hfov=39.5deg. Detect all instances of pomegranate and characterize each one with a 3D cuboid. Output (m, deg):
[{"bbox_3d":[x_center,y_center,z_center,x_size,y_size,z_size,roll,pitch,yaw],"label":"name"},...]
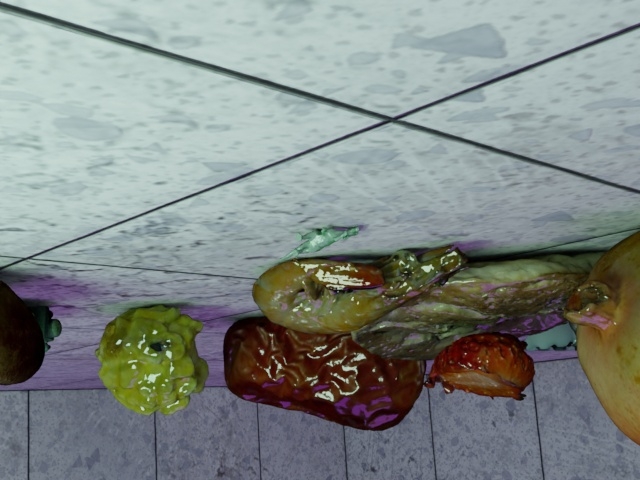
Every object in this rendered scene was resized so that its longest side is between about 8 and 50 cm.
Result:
[{"bbox_3d":[0.376,0.094,0.922,0.270,0.252,0.229,20,154,-9],"label":"pomegranate"}]

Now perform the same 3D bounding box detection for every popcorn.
[{"bbox_3d":[-0.242,0.168,1.296,0.173,0.174,0.142,-10,175,28],"label":"popcorn"}]

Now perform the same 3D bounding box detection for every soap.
[{"bbox_3d":[0.506,0.149,1.595,0.261,0.094,0.150,2,172,-30],"label":"soap"}]

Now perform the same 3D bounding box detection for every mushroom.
[{"bbox_3d":[-0.402,0.094,0.967,0.194,0.138,0.231,-11,-173,-42],"label":"mushroom"}]

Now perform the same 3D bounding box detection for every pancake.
[{"bbox_3d":[0.223,0.084,1.195,0.386,0.082,0.387,-9,163,-3],"label":"pancake"}]

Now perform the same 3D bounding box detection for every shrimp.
[{"bbox_3d":[0.033,0.046,1.031,0.152,0.063,0.287,33,140,-32],"label":"shrimp"}]

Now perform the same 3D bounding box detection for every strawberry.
[{"bbox_3d":[0.202,0.159,1.178,0.121,0.082,0.188,23,163,-16],"label":"strawberry"}]

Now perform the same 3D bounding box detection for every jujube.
[{"bbox_3d":[0.004,0.207,1.488,0.342,0.216,0.216,6,170,10],"label":"jujube"}]

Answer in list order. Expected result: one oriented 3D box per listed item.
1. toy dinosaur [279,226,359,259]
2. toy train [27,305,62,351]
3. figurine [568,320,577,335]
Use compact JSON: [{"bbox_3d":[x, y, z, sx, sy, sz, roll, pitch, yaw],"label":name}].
[{"bbox_3d":[0.000,0.000,0.881,0.062,0.021,0.083,-12,173,-33],"label":"toy dinosaur"},{"bbox_3d":[-0.439,0.120,1.199,0.170,0.071,0.111,-7,161,13],"label":"toy train"},{"bbox_3d":[0.355,0.086,1.064,0.129,0.072,0.054,-24,176,-17],"label":"figurine"}]
